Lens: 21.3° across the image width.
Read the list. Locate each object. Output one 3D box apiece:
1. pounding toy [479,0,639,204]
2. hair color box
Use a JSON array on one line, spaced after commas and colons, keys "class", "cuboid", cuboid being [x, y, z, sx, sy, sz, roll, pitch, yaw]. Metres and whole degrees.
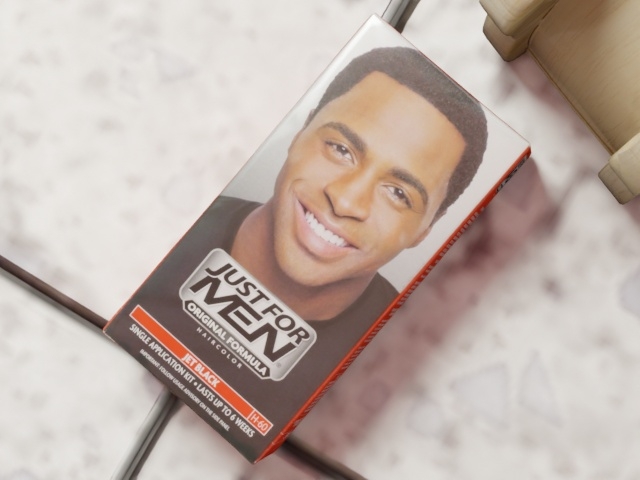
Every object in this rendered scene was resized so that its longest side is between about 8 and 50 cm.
[{"class": "pounding toy", "cuboid": [0.148, -0.146, 0.522, 0.269, 0.154, 0.155, -40, 85, 24]}, {"class": "hair color box", "cuboid": [0.000, 0.000, 0.579, 0.072, 0.043, 0.141, 40, 93, 7]}]
